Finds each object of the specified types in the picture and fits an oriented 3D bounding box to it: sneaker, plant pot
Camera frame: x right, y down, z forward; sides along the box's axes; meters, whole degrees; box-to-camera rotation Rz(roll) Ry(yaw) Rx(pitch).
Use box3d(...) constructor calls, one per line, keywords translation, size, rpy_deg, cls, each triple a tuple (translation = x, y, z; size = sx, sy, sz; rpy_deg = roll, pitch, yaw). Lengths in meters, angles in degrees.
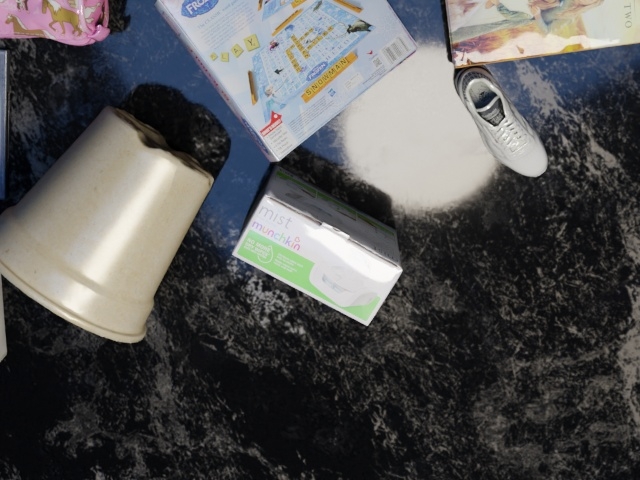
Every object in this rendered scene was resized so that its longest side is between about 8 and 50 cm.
box3d(translation=(0.315, -0.197, 1.612), size=(0.090, 0.095, 0.235), rpy_deg=(-39, 104, 11), cls="sneaker")
box3d(translation=(-0.357, -0.048, 1.590), size=(0.333, 0.334, 0.305), rpy_deg=(35, 95, -9), cls="plant pot")

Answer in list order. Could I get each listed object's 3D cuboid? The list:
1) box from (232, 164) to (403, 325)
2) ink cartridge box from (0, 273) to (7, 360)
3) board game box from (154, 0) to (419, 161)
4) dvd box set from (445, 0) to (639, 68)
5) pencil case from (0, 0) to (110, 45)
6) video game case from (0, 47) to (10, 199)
box3d(translation=(0.000, 0.000, 1.615), size=(0.261, 0.231, 0.127), rpy_deg=(28, 107, -8), cls="box")
box3d(translation=(-0.796, 0.113, 1.716), size=(0.384, 0.160, 0.279), rpy_deg=(2, 108, 1), cls="ink cartridge box")
box3d(translation=(-0.050, -0.349, 1.527), size=(0.318, 0.066, 0.318), rpy_deg=(-39, 104, -12), cls="board game box")
box3d(translation=(0.407, -0.459, 1.510), size=(0.420, 0.062, 0.308), rpy_deg=(-5, 109, 12), cls="dvd box set")
box3d(translation=(-0.545, -0.411, 1.540), size=(0.385, 0.160, 0.167), rpy_deg=(1, 130, 1), cls="pencil case")
box3d(translation=(-0.660, -0.218, 1.676), size=(0.196, 0.026, 0.274), rpy_deg=(7, 109, 0), cls="video game case")
